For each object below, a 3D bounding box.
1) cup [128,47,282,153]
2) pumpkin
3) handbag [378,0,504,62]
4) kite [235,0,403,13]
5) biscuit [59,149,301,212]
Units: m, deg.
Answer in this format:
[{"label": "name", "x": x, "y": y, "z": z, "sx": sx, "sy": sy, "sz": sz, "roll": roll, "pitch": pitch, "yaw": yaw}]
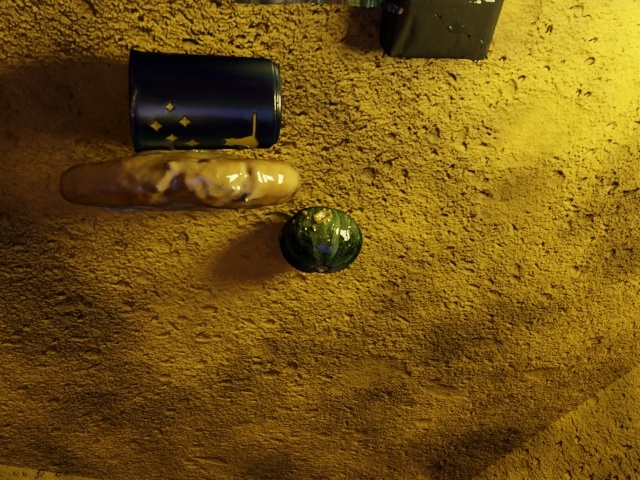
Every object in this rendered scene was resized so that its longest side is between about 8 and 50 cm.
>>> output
[{"label": "cup", "x": -0.215, "y": -0.250, "z": 1.099, "sx": 0.257, "sy": 0.255, "sz": 0.178, "roll": -1, "pitch": 94, "yaw": -14}, {"label": "pumpkin", "x": 0.001, "y": 0.001, "z": 1.342, "sx": 0.191, "sy": 0.146, "sz": 0.190, "roll": -15, "pitch": 162, "yaw": -5}, {"label": "handbag", "x": 0.230, "y": -0.435, "z": 1.044, "sx": 0.223, "sy": 0.080, "sz": 0.246, "roll": -1, "pitch": 132, "yaw": -11}, {"label": "kite", "x": -0.012, "y": -0.450, "z": 0.946, "sx": 0.310, "sy": 0.015, "sz": 0.169, "roll": 10, "pitch": 135, "yaw": 10}, {"label": "biscuit", "x": -0.251, "y": -0.105, "z": 1.071, "sx": 0.430, "sy": 0.446, "sz": 0.103, "roll": 0, "pitch": 91, "yaw": -6}]
